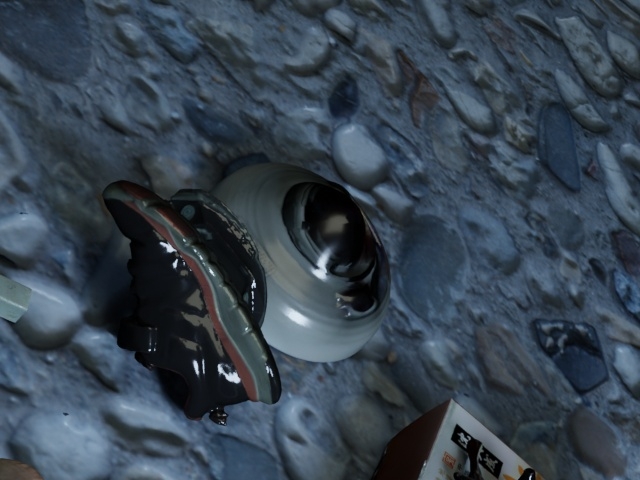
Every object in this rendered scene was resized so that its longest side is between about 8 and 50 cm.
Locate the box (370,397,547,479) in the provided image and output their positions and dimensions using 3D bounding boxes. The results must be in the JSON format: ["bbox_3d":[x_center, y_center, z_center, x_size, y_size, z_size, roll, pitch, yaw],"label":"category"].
[{"bbox_3d":[0.203,0.427,1.574,0.385,0.122,0.344,41,39,-9],"label":"box"}]

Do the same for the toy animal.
[{"bbox_3d":[0.178,0.305,1.517,0.105,0.070,0.202,29,42,-4],"label":"toy animal"}]

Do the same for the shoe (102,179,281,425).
[{"bbox_3d":[-0.159,0.071,1.520,0.291,0.137,0.114,59,1,-4],"label":"shoe"}]

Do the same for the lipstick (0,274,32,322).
[{"bbox_3d":[-0.357,0.041,1.436,0.129,0.030,0.030,27,44,-25],"label":"lipstick"}]

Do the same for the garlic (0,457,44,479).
[{"bbox_3d":[-0.284,0.280,1.259,0.124,0.099,0.174,17,47,-14],"label":"garlic"}]

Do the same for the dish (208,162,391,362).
[{"bbox_3d":[0.000,0.000,1.731,0.273,0.134,0.273,26,44,-28],"label":"dish"}]

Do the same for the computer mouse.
[{"bbox_3d":[-0.116,0.029,1.617,0.062,0.106,0.192,-12,69,-56],"label":"computer mouse"}]
